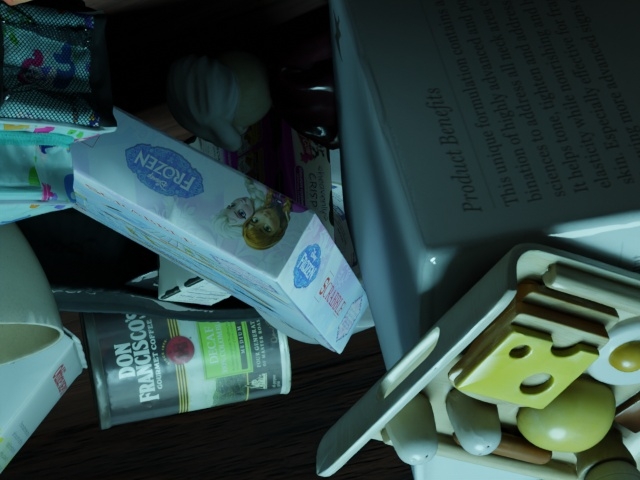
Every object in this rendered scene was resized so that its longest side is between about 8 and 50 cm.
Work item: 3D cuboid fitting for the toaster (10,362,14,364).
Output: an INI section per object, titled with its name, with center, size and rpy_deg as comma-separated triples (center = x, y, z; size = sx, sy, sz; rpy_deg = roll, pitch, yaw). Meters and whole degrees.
[toaster]
center = -0.418, 0.073, 1.825
size = 0.186, 0.110, 0.168
rpy_deg = 31, -170, 5

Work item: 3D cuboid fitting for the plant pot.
[plant pot]
center = -0.407, 0.026, 1.608
size = 0.284, 0.191, 0.284
rpy_deg = -12, 168, -3

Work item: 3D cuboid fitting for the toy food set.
[toy food set]
center = 0.179, 0.127, 1.168
size = 0.306, 0.092, 0.220
rpy_deg = 16, 132, -32

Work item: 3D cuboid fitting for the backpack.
[backpack]
center = -0.297, -0.098, 1.153
size = 0.225, 0.191, 0.253
rpy_deg = -8, 168, 38

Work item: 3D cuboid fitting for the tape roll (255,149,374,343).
[tape roll]
center = 0.000, 0.000, 1.816
size = 0.219, 0.219, 0.072
rpy_deg = 1, 162, -46

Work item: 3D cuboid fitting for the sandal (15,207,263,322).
[sandal]
center = -0.167, 0.007, 1.875
size = 0.446, 0.167, 0.107
rpy_deg = -1, 137, -37

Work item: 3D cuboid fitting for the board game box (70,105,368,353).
[board game box]
center = -0.126, -0.029, 1.422
size = 0.319, 0.066, 0.318
rpy_deg = 28, 172, 14

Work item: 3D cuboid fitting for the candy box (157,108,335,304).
[candy box]
center = -0.081, -0.039, 1.680
size = 0.071, 0.159, 0.233
rpy_deg = 9, 159, -35

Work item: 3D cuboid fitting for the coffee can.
[coffee can]
center = -0.198, 0.147, 2.370
size = 0.275, 0.201, 0.201
rpy_deg = -10, 168, -10

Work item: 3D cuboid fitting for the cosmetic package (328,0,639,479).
[cosmetic package]
center = 0.231, -0.043, 1.317
size = 0.394, 0.329, 0.327
rpy_deg = -10, 140, -5

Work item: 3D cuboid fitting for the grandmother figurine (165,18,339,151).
[grandmother figurine]
center = 0.033, -0.146, 1.476
size = 0.342, 0.104, 0.208
rpy_deg = -8, 141, -5

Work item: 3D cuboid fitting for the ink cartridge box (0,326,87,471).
[ink cartridge box]
center = -0.496, 0.255, 2.201
size = 0.384, 0.160, 0.279
rpy_deg = -52, 177, -14

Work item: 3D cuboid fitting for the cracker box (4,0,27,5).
[cracker box]
center = -0.117, -0.222, 1.013
size = 0.232, 0.067, 0.156
rpy_deg = -14, 168, 9
